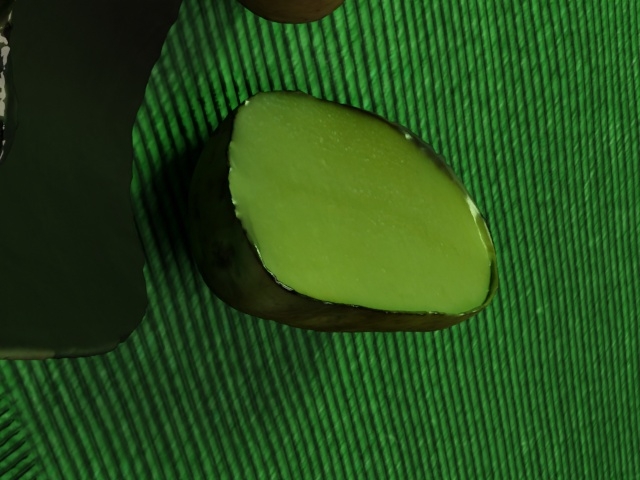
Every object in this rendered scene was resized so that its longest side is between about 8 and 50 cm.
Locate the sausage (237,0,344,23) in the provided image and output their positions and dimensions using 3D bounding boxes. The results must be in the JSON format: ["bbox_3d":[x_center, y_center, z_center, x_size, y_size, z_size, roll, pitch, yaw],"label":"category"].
[{"bbox_3d":[-0.014,-0.267,0.822,0.123,0.136,0.501,-31,152,-17],"label":"sausage"}]

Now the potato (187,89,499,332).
[{"bbox_3d":[0.000,0.000,1.110,0.111,0.160,0.271,-35,155,34],"label":"potato"}]

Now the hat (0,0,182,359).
[{"bbox_3d":[-0.208,-0.094,0.818,0.382,0.257,0.366,89,10,-84],"label":"hat"}]
